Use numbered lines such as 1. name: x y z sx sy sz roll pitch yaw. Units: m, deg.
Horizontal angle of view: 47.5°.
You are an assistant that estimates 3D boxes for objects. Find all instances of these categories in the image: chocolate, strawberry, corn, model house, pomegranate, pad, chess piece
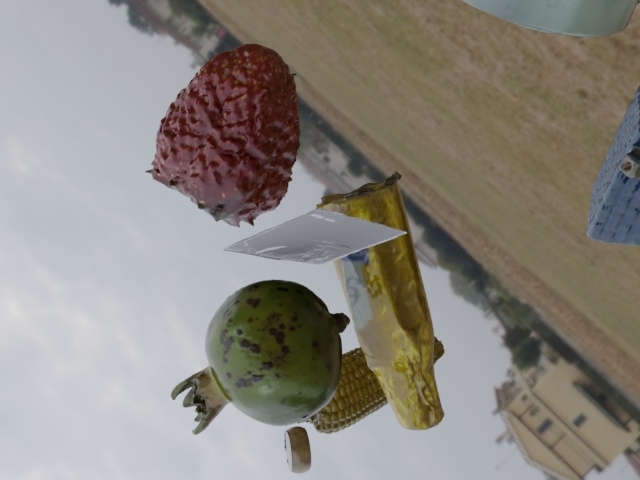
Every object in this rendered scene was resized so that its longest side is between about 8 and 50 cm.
1. chocolate: 0.125 0.115 1.264 0.162 0.162 0.446 -64 -43 -84
2. strawberry: -0.149 -0.206 1.392 0.292 0.343 0.292 34 -161 -14
3. corn: 0.093 0.270 1.424 0.130 0.346 0.130 46 148 40
4. model house: 0.827 -0.089 1.638 0.399 0.395 0.445 -16 -130 -29
5. pomegranate: -0.074 0.172 0.978 0.198 0.246 0.198 29 -176 -2
6. pad: 0.000 0.000 0.944 0.232 0.156 0.004 11 -118 -56
7. chess piece: -0.042 0.381 1.323 0.038 0.084 0.084 -6 -156 -15

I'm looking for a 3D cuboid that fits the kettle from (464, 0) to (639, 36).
1. kettle: 0.268 -0.358 0.646 0.265 0.318 0.205 33 -141 24
